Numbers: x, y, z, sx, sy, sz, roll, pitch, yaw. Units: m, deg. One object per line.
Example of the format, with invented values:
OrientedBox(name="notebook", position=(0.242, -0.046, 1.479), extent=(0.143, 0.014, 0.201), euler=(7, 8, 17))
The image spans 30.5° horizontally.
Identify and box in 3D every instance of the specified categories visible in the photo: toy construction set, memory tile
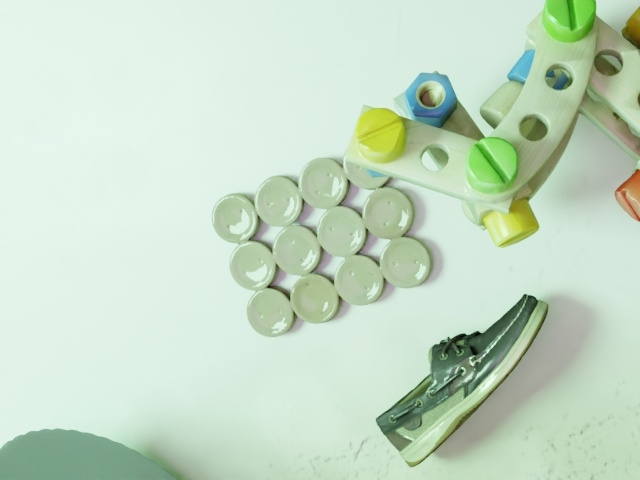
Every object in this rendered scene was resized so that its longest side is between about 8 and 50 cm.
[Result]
OrientedBox(name="toy construction set", position=(0.195, -0.017, 0.695), extent=(0.215, 0.151, 0.328), euler=(-44, 91, -5))
OrientedBox(name="memory tile", position=(0.000, 0.000, 0.837), extent=(0.148, 0.012, 0.113), euler=(-21, 91, 20))

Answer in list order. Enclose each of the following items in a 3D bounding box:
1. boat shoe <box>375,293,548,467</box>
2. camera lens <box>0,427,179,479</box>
OrientedBox(name="boat shoe", position=(0.093, 0.090, 0.796), extent=(0.049, 0.056, 0.152), euler=(40, 109, 4))
OrientedBox(name="camera lens", position=(-0.213, 0.303, 0.847), extent=(0.219, 0.219, 0.274), euler=(38, 108, 10))
